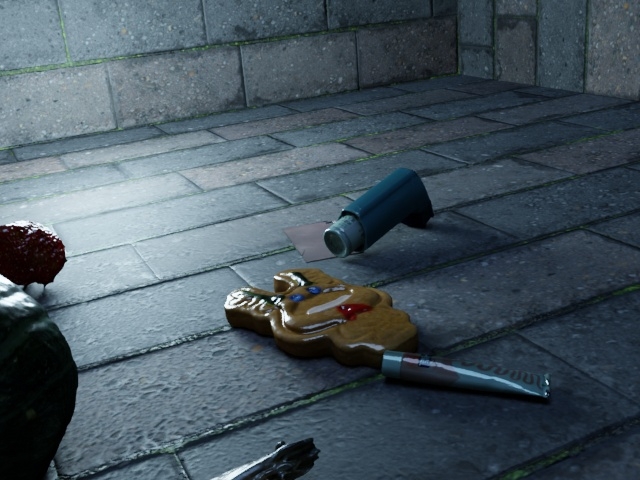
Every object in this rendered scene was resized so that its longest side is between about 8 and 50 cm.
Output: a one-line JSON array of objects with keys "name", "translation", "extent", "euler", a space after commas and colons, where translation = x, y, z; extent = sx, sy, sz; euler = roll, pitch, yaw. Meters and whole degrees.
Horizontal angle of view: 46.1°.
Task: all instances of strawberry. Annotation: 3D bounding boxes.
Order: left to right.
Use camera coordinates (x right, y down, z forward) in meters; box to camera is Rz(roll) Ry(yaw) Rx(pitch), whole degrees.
[{"name": "strawberry", "translation": [-0.532, 0.017, 1.339], "extent": [0.131, 0.148, 0.131], "euler": [-16, 43, 16]}]

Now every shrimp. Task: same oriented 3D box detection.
[{"name": "shrimp", "translation": [-0.067, 0.262, 0.716], "extent": [0.219, 0.046, 0.152], "euler": [-24, 27, -34]}]

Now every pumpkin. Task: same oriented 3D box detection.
[{"name": "pumpkin", "translation": [-0.393, 0.125, 0.804], "extent": [0.293, 0.197, 0.263], "euler": [30, 14, 2]}]

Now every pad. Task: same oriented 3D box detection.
[{"name": "pad", "translation": [0.000, 0.000, 1.470], "extent": [0.113, 0.006, 0.188], "euler": [-9, 22, -14]}]

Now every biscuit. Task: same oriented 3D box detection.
[{"name": "biscuit", "translation": [0.003, 0.106, 1.125], "extent": [0.202, 0.047, 0.334], "euler": [-20, 26, -36]}]

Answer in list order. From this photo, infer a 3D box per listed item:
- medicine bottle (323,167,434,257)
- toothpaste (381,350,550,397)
[{"name": "medicine bottle", "translation": [0.114, -0.044, 1.433], "extent": [0.079, 0.124, 0.258], "euler": [21, 43, 39]}, {"name": "toothpaste", "translation": [0.180, 0.167, 0.938], "extent": [0.205, 0.036, 0.056], "euler": [5, 21, 16]}]
